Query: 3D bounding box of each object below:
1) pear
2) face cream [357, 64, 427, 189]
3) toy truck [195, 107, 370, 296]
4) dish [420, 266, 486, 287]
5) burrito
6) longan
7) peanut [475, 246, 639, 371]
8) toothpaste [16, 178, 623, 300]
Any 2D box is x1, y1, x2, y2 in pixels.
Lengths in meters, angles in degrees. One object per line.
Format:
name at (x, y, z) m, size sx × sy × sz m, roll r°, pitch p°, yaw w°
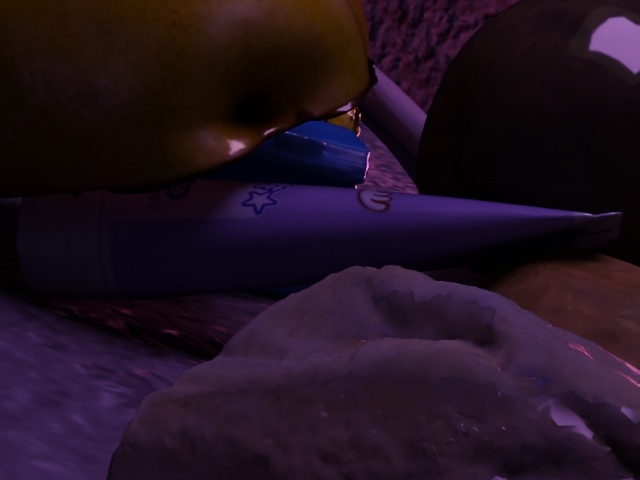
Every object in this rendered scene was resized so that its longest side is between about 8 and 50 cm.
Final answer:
pear at (-0.150, -0.172, 1.212) m, size 0.340 × 0.191 × 0.386 m, roll -29°, pitch 24°, yaw -31°
face cream at (0.084, -0.099, 1.615) m, size 0.420 × 0.137 × 0.235 m, roll 44°, pitch 2°, yaw -25°
toy truck at (-0.090, -0.080, 1.493) m, size 0.161 × 0.162 × 0.385 m, roll 13°, pitch 12°, yaw -24°
dish at (0.163, 0.071, 1.343) m, size 0.243 × 0.080 × 0.182 m, roll 14°, pitch 10°, yaw -24°
burrito at (0.066, 0.100, 0.649) m, size 0.332 × 0.190 × 0.135 m, roll 24°, pitch -26°, yaw 34°
longan at (0.179, -0.065, 1.253) m, size 0.246 × 0.246 × 0.215 m, roll 10°, pitch 43°, yaw -39°
peanut at (0.190, 0.088, 1.053) m, size 0.340 × 0.158 × 0.174 m, roll 22°, pitch 23°, yaw 37°
toothpaste at (0.000, 0.000, 1.129) m, size 0.371 × 0.079 × 0.125 m, roll 0°, pitch -9°, yaw 9°
